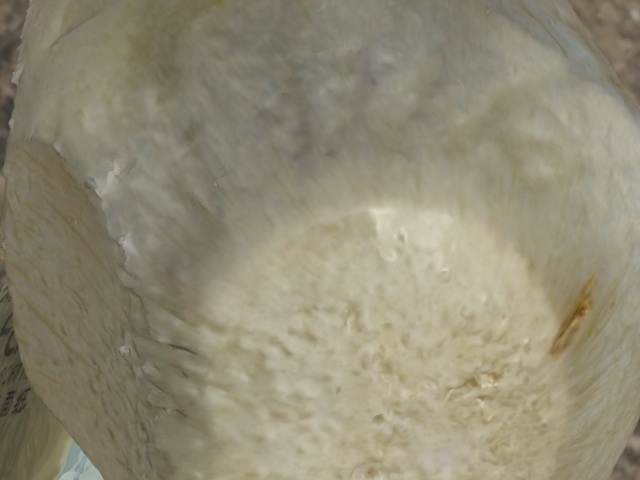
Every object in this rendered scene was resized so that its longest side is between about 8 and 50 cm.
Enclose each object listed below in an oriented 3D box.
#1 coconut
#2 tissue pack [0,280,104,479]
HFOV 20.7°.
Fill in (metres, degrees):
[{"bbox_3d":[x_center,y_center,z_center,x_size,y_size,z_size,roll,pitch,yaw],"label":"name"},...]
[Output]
[{"bbox_3d":[0.000,0.000,0.952,0.344,0.415,0.415,4,61,-10],"label":"coconut"},{"bbox_3d":[-0.185,0.169,1.499,0.205,0.405,0.332,32,67,-22],"label":"tissue pack"}]
